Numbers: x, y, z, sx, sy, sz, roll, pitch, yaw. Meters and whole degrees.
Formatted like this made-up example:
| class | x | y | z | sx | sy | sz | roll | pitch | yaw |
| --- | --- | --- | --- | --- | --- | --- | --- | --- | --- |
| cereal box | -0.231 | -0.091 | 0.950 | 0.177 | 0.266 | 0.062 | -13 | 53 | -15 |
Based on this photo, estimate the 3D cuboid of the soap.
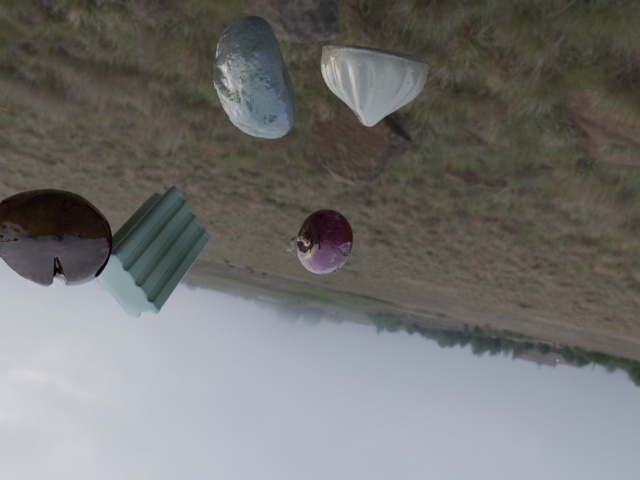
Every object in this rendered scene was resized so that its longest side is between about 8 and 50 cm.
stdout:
| class | x | y | z | sx | sy | sz | roll | pitch | yaw |
| --- | --- | --- | --- | --- | --- | --- | --- | --- | --- |
| soap | -0.357 | 0.020 | 1.217 | 0.087 | 0.266 | 0.160 | -14 | 120 | 27 |

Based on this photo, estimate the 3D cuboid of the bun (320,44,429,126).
| class | x | y | z | sx | sy | sz | roll | pitch | yaw |
| --- | --- | --- | --- | --- | --- | --- | --- | --- | --- |
| bun | 0.120 | -0.361 | 1.343 | 0.262 | 0.175 | 0.263 | 8 | -166 | -2 |

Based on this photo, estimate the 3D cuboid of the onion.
| class | x | y | z | sx | sy | sz | roll | pitch | yaw |
| --- | --- | --- | --- | --- | --- | --- | --- | --- | --- |
| onion | 0.009 | 0.002 | 1.528 | 0.177 | 0.177 | 0.153 | 4 | 146 | 51 |

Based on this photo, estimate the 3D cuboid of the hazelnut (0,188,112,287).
| class | x | y | z | sx | sy | sz | roll | pitch | yaw |
| --- | --- | --- | --- | --- | --- | --- | --- | --- | --- |
| hazelnut | -0.474 | -0.011 | 1.000 | 0.203 | 0.178 | 0.178 | 11 | 174 | -27 |

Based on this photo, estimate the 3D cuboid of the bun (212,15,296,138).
| class | x | y | z | sx | sy | sz | roll | pitch | yaw |
| --- | --- | --- | --- | --- | --- | --- | --- | --- | --- |
| bun | -0.192 | -0.458 | 1.628 | 0.211 | 0.362 | 0.362 | -14 | 170 | 6 |
